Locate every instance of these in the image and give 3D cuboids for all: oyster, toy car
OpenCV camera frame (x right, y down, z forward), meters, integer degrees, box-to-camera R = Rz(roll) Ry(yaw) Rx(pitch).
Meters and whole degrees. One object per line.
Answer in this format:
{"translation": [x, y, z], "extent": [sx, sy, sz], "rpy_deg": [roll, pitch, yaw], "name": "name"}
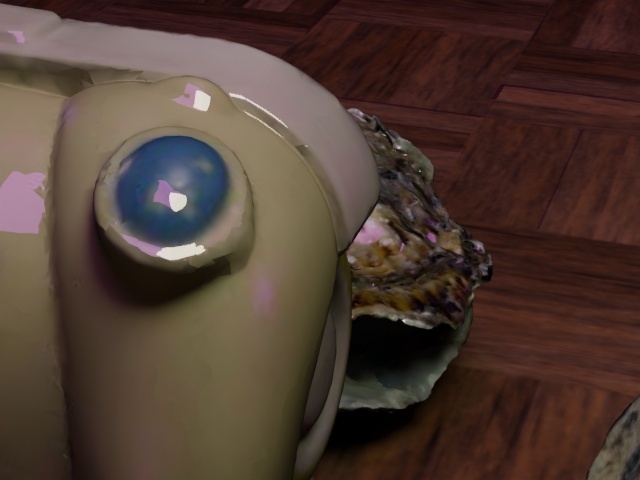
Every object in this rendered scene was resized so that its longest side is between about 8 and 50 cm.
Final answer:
{"translation": [-0.003, -0.003, 0.977], "extent": [0.162, 0.158, 0.351], "rpy_deg": [40, 9, -18], "name": "oyster"}
{"translation": [-0.125, 0.116, 0.475], "extent": [0.242, 0.336, 0.226], "rpy_deg": [10, 29, 16], "name": "toy car"}

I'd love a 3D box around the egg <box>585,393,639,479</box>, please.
{"translation": [0.180, 0.127, 0.689], "extent": [0.141, 0.141, 0.182], "rpy_deg": [6, 23, 10], "name": "egg"}
